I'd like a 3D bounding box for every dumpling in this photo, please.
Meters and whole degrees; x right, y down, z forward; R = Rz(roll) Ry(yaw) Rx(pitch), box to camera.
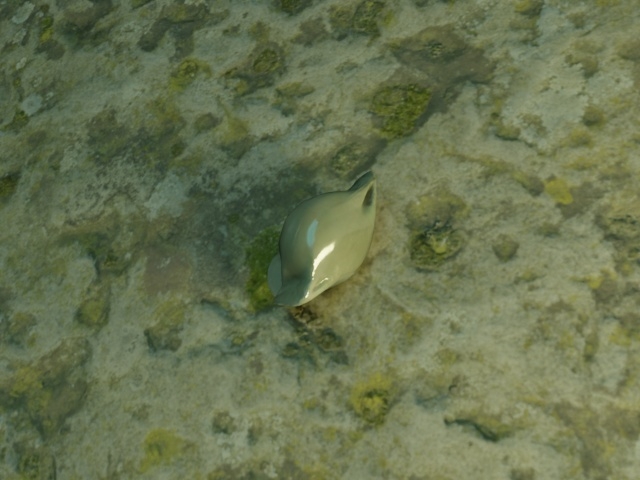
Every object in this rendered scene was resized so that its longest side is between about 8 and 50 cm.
[{"bbox_3d":[0.000,0.000,1.137,0.229,0.124,0.151,-51,17,-18],"label":"dumpling"}]
